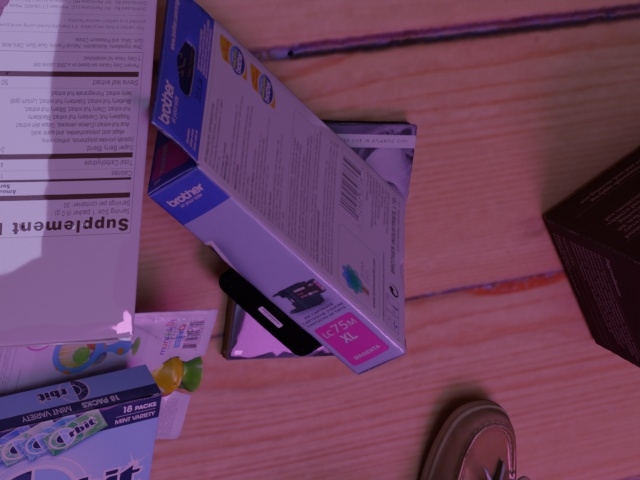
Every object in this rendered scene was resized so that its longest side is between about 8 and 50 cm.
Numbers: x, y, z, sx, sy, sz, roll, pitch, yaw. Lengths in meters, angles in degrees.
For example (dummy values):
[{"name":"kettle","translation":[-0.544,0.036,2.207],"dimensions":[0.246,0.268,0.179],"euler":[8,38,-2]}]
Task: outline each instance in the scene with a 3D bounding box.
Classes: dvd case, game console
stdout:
[{"name":"dvd case","translation":[0.000,0.000,1.642],"dimensions":[0.165,0.018,0.221],"euler":[0,106,-28]},{"name":"game console","translation":[-0.016,0.026,1.624],"dimensions":[0.107,0.071,0.122],"euler":[-34,124,20]}]

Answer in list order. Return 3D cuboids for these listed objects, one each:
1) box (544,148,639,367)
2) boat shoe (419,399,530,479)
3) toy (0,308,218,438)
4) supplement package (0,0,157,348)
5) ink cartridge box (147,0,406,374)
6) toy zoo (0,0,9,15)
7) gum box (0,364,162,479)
[{"name":"box","translation":[0.355,0.024,1.735],"dimensions":[0.168,0.203,0.167],"euler":[-33,119,-15]},{"name":"boat shoe","translation":[0.154,0.298,1.780],"dimensions":[0.105,0.089,0.285],"euler":[-4,107,-27]},{"name":"toy","translation":[-0.212,0.108,1.532],"dimensions":[0.237,0.056,0.136],"euler":[2,120,-33]},{"name":"supplement package","translation":[-0.242,-0.081,1.389],"dimensions":[0.175,0.177,0.292],"euler":[-2,107,-28]},{"name":"ink cartridge box","translation":[-0.043,-0.048,1.482],"dimensions":[0.065,0.185,0.311],"euler":[-27,127,26]},{"name":"toy zoo","translation":[-0.324,-0.145,1.269],"dimensions":[0.030,0.192,0.293],"euler":[-17,143,-57]},{"name":"gum box","translation":[-0.221,0.197,1.533],"dimensions":[0.157,0.041,0.184],"euler":[-11,135,-25]}]
